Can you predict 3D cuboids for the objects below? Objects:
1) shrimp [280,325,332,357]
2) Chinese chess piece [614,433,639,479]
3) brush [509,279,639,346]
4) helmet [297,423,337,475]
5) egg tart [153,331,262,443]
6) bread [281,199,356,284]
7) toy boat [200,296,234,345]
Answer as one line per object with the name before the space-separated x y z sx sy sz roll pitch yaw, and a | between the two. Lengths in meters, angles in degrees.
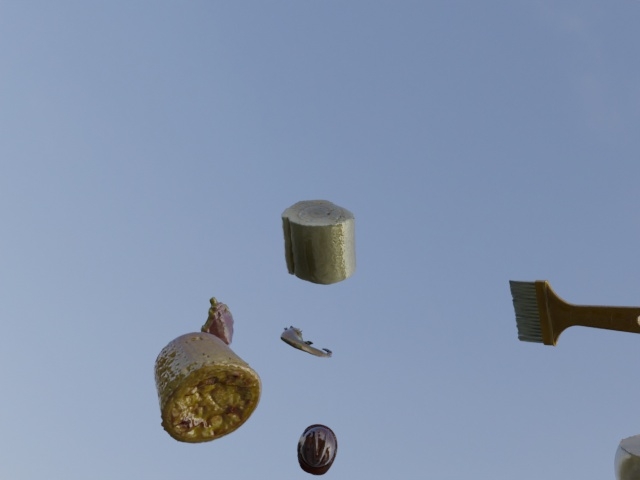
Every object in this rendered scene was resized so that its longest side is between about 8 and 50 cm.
shrimp | -0.029 0.226 2.106 0.124 0.034 0.178 22 1 2
Chinese chess piece | 0.705 0.444 1.853 0.250 0.250 0.103 -1 -88 37
brush | 0.384 0.109 1.371 0.272 0.013 0.103 0 -77 54
helmet | -0.004 0.456 2.060 0.089 0.111 0.057 10 -12 -6
egg tart | -0.226 0.275 1.817 0.147 0.203 0.202 50 -18 49
bread | 0.000 0.000 1.916 0.148 0.134 0.141 14 -56 31
toy boat | -0.279 0.247 2.238 0.099 0.141 0.318 47 -44 9
